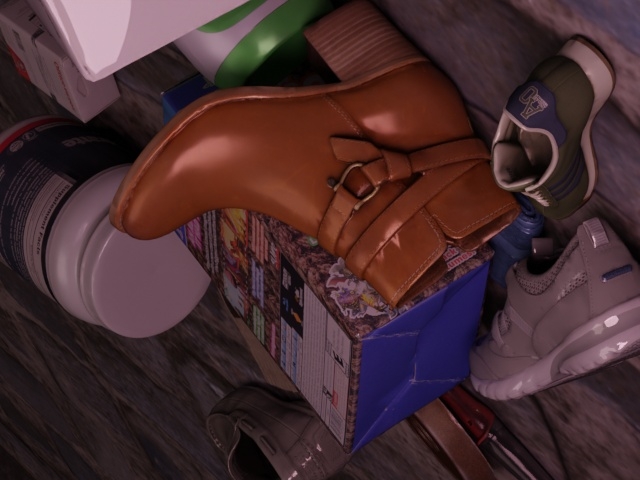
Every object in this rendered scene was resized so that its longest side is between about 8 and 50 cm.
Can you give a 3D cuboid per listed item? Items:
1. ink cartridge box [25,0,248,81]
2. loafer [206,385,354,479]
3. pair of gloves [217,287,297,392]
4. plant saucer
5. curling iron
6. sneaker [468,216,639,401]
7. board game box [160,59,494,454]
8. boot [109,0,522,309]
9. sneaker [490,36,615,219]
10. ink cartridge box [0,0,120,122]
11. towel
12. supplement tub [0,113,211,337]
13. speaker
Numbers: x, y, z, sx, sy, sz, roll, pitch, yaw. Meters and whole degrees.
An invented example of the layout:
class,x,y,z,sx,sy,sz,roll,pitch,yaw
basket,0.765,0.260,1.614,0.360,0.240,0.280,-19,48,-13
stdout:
class,x,y,z,sx,sy,sz,roll,pitch,yaw
ink cartridge box,-0.099,-0.289,1.070,0.395,0.285,0.166,49,165,55
loafer,-0.074,0.249,2.217,0.112,0.111,0.319,57,158,-12
pair of gloves,-0.030,0.073,1.943,0.240,0.042,0.204,-3,120,56
plant saucer,0.113,0.186,1.799,0.168,0.029,0.168,49,173,8
curling iron,0.158,0.174,1.735,0.274,0.035,0.068,51,159,4
sneaker,0.191,0.053,1.434,0.281,0.105,0.115,-36,71,66
board game box,0.000,0.000,1.588,0.291,0.141,0.232,51,160,23
boot,-0.004,-0.030,1.417,0.220,0.283,0.109,55,175,15
sneaker,0.154,-0.062,1.300,0.064,0.086,0.192,43,157,22
ink cartridge box,-0.292,-0.207,2.014,0.135,0.056,0.099,36,154,36
towel,0.150,-0.010,1.470,0.067,0.029,0.119,45,157,19
supplement tub,-0.263,-0.018,2.069,0.272,0.191,0.191,30,150,43
speaker,-0.122,-0.259,1.491,0.296,0.131,0.131,49,159,8
